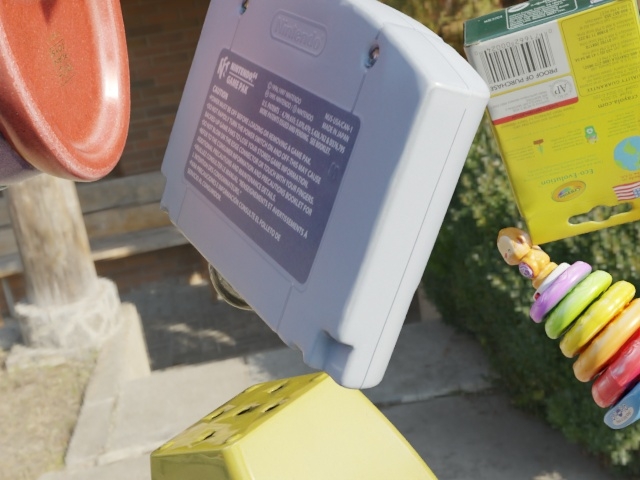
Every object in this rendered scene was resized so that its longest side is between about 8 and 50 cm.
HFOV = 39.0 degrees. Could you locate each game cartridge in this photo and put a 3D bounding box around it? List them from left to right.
[{"bbox_3d":[-0.016,-0.062,0.569,0.060,0.196,0.294,6,19,-31],"label":"game cartridge"}]

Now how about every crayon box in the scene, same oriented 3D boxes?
[{"bbox_3d":[0.321,-0.155,1.147,0.202,0.318,0.081,-14,34,18],"label":"crayon box"}]

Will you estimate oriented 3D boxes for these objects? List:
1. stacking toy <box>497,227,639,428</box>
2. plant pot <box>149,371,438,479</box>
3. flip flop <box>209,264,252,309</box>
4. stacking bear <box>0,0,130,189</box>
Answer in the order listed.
[{"bbox_3d":[0.351,0.089,1.215,0.166,0.175,0.302,-39,71,-20],"label":"stacking toy"},{"bbox_3d":[-0.033,0.239,0.834,0.212,0.187,0.212,-29,5,-41],"label":"plant pot"},{"bbox_3d":[0.000,0.000,0.964,0.277,0.112,0.080,-29,-15,-31],"label":"flip flop"},{"bbox_3d":[-0.288,-0.103,0.586,0.289,0.164,0.175,-5,28,11],"label":"stacking bear"}]
